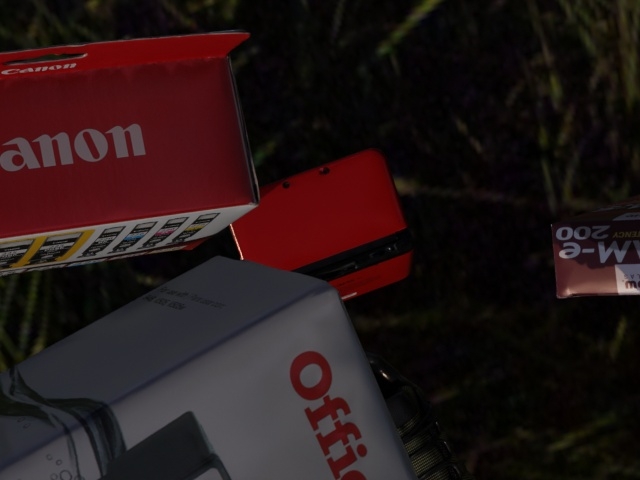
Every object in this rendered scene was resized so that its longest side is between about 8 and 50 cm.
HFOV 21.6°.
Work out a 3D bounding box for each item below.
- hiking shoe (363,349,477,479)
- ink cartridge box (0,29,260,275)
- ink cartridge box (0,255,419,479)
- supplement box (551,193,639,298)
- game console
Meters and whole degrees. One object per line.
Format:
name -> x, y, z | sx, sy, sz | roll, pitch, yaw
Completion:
hiking shoe -> 0.064, 0.168, 1.239 | 0.086, 0.114, 0.227 | -35, 47, -3
ink cartridge box -> -0.219, -0.054, 1.274 | 0.309, 0.272, 0.130 | -9, 83, -21
ink cartridge box -> -0.068, 0.117, 0.488 | 0.208, 0.153, 0.087 | -30, 17, -22
supplement box -> 0.323, -0.003, 1.526 | 0.130, 0.073, 0.239 | -3, 8, 35
game console -> 0.000, 0.000, 1.432 | 0.144, 0.124, 0.085 | -19, 71, -6
